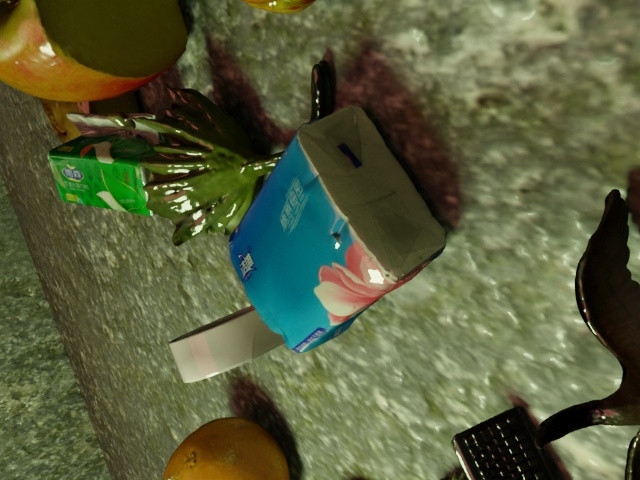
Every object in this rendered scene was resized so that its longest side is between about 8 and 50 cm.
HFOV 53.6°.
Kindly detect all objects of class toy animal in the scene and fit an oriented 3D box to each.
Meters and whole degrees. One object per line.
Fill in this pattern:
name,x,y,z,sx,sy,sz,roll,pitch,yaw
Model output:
toy animal,0.246,0.100,0.462,0.160,0.197,0.272,-15,93,53

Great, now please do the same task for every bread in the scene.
bread,-0.474,-0.299,1.247,0.270,0.148,0.269,32,134,41

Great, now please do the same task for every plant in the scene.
plant,-0.123,-0.097,0.874,0.334,0.180,0.251,11,129,47

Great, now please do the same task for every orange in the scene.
orange,-0.181,0.462,1.213,0.246,0.246,0.246,32,133,41

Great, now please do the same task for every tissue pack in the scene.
tissue pack,0.000,0.000,0.777,0.209,0.137,0.269,60,147,12
tissue pack,-0.337,-0.149,1.087,0.209,0.148,0.156,9,121,26

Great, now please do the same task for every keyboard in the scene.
keyboard,0.231,0.300,0.681,0.025,0.094,0.230,66,178,-80

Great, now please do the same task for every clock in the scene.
clock,-0.137,0.154,1.006,0.197,0.197,0.068,-24,89,57

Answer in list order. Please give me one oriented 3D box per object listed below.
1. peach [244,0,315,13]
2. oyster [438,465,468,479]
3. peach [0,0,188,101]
peach,-0.042,-0.307,0.658,0.138,0.138,0.138,32,133,41
oyster,0.194,0.374,0.785,0.198,0.092,0.259,16,131,50
peach,-0.376,-0.338,0.955,0.306,0.380,0.242,5,115,24
